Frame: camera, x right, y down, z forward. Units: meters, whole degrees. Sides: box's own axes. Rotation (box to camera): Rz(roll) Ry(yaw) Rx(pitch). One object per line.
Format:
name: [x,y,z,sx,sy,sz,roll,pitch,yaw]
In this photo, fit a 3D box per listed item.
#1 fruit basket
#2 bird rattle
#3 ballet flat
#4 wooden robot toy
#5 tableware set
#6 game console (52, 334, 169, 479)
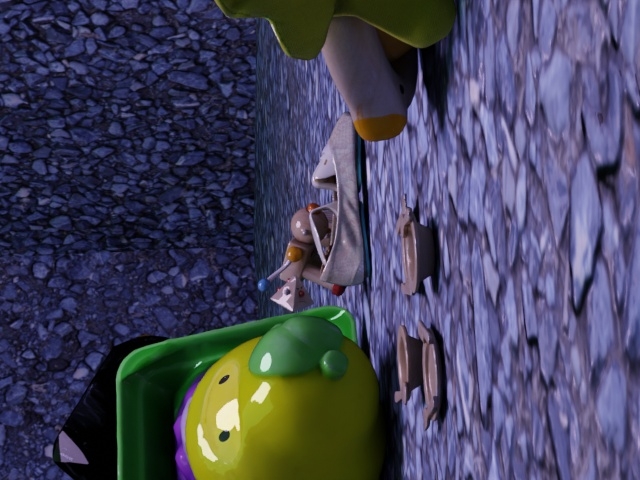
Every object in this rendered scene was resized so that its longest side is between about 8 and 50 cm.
fruit basket: [-0.058,0.211,1.471,0.392,0.283,0.392,-13,-90,-81]
bird rattle: [0.014,-0.181,1.069,0.253,0.143,0.207,-94,-13,-52]
ballet flat: [0.015,-0.041,1.517,0.057,0.052,0.168,107,160,-75]
wooden robot toy: [0.000,0.000,1.561,0.173,0.076,0.079,-51,-27,-60]
tableware set: [0.065,0.049,1.155,0.141,0.020,0.168,135,132,-84]
game console: [-0.106,0.265,1.726,0.044,0.361,0.213,-39,14,35]
